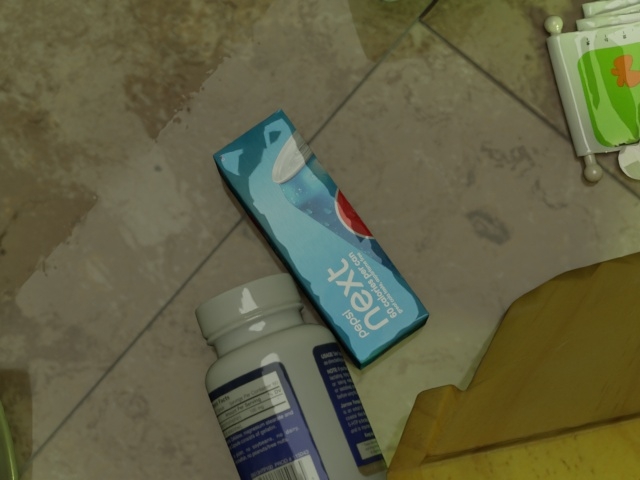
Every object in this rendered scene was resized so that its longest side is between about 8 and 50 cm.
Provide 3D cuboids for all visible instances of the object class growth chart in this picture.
[{"bbox_3d":[0.309,-0.156,1.298,0.237,0.021,0.172,-22,79,3],"label":"growth chart"}]

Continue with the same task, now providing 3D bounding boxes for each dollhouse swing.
[{"bbox_3d":[0.278,0.172,1.102,0.347,0.305,0.315,-17,92,26],"label":"dollhouse swing"}]

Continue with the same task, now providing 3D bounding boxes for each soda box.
[{"bbox_3d":[0.000,0.000,1.256,0.071,0.067,0.210,-35,82,-5],"label":"soda box"}]

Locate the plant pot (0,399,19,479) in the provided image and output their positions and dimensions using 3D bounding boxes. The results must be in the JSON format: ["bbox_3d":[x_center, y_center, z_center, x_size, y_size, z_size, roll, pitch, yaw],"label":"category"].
[{"bbox_3d":[-0.417,0.222,1.124,0.280,0.323,0.323,-1,79,18],"label":"plant pot"}]

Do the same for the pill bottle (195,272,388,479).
[{"bbox_3d":[-0.028,0.127,1.211,0.112,0.112,0.187,-21,80,-3],"label":"pill bottle"}]

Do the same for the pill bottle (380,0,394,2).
[{"bbox_3d":[0.178,-0.316,1.256,0.318,0.176,0.176,-14,80,-2],"label":"pill bottle"}]
